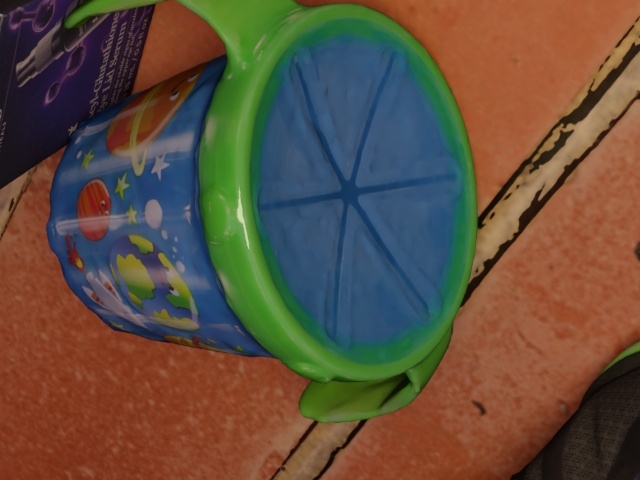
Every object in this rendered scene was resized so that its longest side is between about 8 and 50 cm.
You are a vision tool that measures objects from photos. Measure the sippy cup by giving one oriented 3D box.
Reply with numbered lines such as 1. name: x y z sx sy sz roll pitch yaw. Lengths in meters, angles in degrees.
1. sippy cup: -0.051 -0.022 0.892 0.224 0.240 0.305 -6 88 41

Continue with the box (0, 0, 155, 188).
1. box: -0.207 -0.139 0.900 0.108 0.207 0.153 29 127 10

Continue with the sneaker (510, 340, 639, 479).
1. sneaker: 0.165 0.234 0.924 0.185 0.202 0.483 43 128 -2
